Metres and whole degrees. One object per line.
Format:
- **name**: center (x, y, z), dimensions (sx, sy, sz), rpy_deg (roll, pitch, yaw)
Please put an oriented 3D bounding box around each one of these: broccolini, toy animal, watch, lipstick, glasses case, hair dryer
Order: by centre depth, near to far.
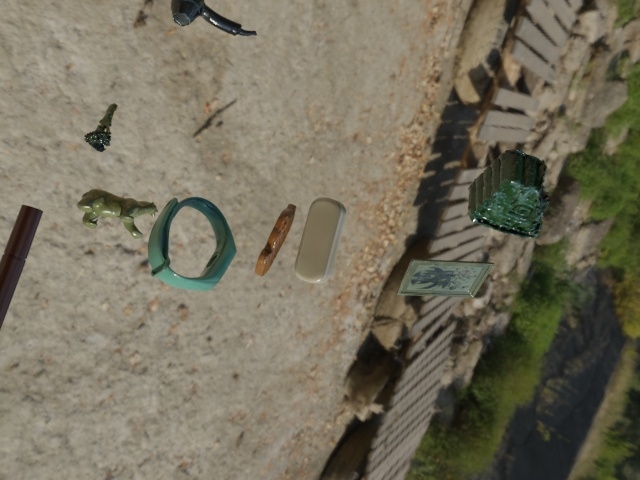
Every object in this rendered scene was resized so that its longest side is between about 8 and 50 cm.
- **watch**: center (-0.287, 0.011, 1.403), dimensions (0.195, 0.068, 0.237), rpy_deg (45, 44, -22)
- **glasses case**: center (0.000, 0.000, 1.421), dimensions (0.050, 0.083, 0.196), rpy_deg (20, 85, -65)
- **lipstick**: center (-0.760, 0.087, 1.525), dimensions (0.057, 0.057, 0.356), rpy_deg (40, 63, -64)
- **toy animal**: center (-0.538, -0.083, 1.675), dimensions (0.219, 0.101, 0.103), rpy_deg (14, 144, -26)
- **broccolini**: center (-0.592, -0.328, 1.737), dimensions (0.216, 0.067, 0.058), rpy_deg (-88, -161, -47)
- **hair dryer**: center (-0.304, -0.683, 1.862), dimensions (0.272, 0.091, 0.235), rpy_deg (28, 57, -29)

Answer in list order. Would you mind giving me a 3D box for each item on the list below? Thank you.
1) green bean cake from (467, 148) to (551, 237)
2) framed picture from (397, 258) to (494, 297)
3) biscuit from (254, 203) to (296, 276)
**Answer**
- **green bean cake**: center (0.458, -0.100, 1.433), dimensions (0.208, 0.194, 0.107), rpy_deg (122, -15, -59)
- **framed picture**: center (0.340, 0.105, 1.724), dimensions (0.173, 0.232, 0.010), rpy_deg (101, -12, -52)
- **biscuit**: center (-0.072, 0.000, 1.033), dimensions (0.102, 0.019, 0.130), rpy_deg (107, 9, -73)
